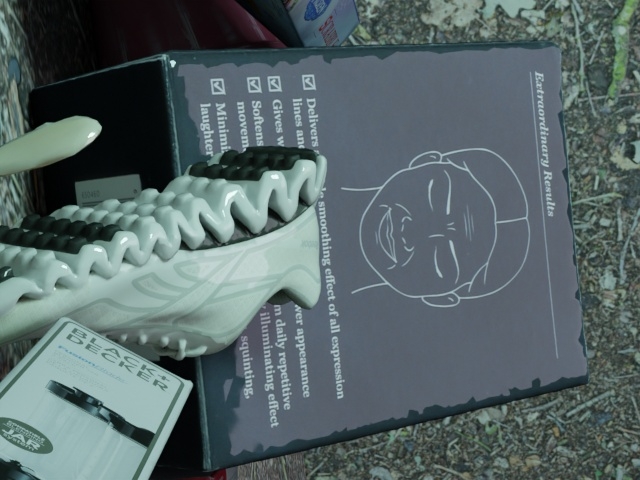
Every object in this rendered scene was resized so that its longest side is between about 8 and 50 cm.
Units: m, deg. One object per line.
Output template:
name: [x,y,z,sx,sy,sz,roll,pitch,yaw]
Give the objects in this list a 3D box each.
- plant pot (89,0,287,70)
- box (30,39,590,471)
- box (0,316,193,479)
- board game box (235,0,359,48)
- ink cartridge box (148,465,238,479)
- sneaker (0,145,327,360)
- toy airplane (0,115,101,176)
plant pot: [-0.128,-0.177,1.393,0.201,0.201,0.180,50,19,-82]
box: [0.000,0.000,1.200,0.212,0.395,0.293,-3,-88,53]
box: [-0.152,0.158,0.716,0.169,0.087,0.290,-63,-177,10]
board game box: [-0.112,-0.285,1.182,0.318,0.066,0.319,42,0,5]
ink cartridge box: [-0.125,0.262,1.137,0.128,0.127,0.176,-1,85,-86]
sneaker: [-0.106,0.027,0.927,0.110,0.292,0.118,13,-64,48]
toy airplane: [-0.167,0.084,0.296,0.386,0.272,0.384,-22,97,-48]
